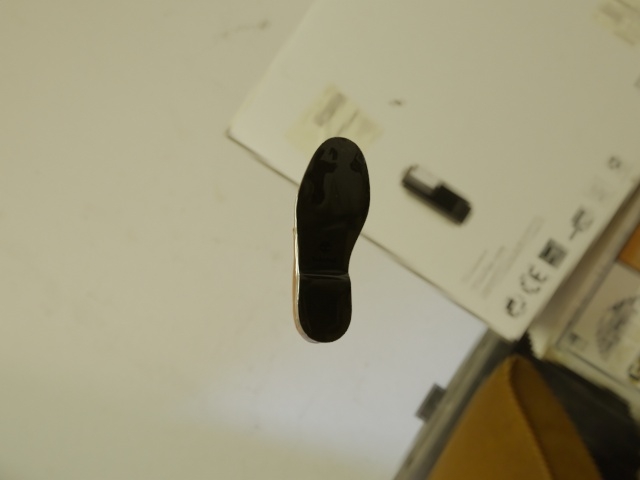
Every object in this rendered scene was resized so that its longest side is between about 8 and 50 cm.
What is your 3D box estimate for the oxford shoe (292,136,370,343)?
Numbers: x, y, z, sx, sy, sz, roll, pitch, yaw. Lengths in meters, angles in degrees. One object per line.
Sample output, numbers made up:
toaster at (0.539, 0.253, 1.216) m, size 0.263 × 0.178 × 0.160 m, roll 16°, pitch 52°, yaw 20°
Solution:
oxford shoe at (0.000, 0.000, 1.304) m, size 0.076 × 0.076 × 0.212 m, roll 148°, pitch 132°, yaw -73°
